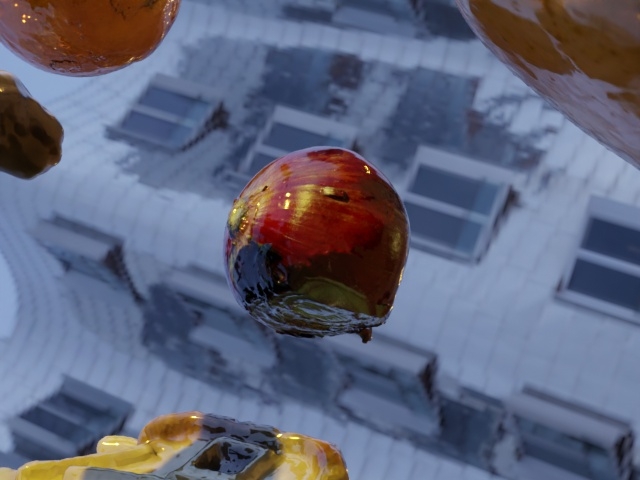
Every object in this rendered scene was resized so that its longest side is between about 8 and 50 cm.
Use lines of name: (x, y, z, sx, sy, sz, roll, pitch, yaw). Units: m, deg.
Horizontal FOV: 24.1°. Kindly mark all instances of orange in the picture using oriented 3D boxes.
orange: (-0.260, -0.299, 1.623, 0.246, 0.246, 0.246, -32, -49, -46)

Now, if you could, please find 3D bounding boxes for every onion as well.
onion: (0.000, 0.000, 0.860, 0.119, 0.117, 0.118, 14, -111, -42)

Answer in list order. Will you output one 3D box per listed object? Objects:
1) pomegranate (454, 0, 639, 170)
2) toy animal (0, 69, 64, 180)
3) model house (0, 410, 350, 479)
pomegranate: (0.208, -0.163, 0.631, 0.342, 0.342, 0.342, -32, -49, -46)
toy animal: (-0.219, -0.024, 0.690, 0.308, 0.266, 0.188, -19, -21, -36)
model house: (-0.123, 0.193, 0.867, 0.266, 0.321, 0.261, -34, -57, -51)
